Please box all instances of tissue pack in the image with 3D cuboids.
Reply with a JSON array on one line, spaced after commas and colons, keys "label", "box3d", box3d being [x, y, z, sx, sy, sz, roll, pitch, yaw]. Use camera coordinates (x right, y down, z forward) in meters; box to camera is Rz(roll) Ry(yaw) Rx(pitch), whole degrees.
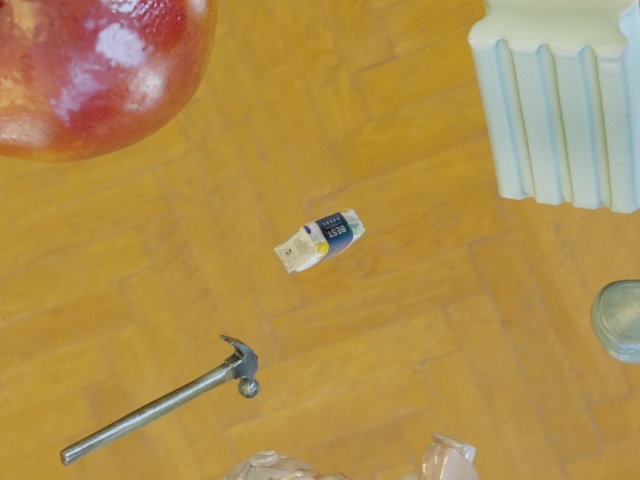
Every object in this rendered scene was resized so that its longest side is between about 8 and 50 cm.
[{"label": "tissue pack", "box3d": [0.000, 0.000, 1.712, 0.062, 0.083, 0.042, -41, 78, 43]}]

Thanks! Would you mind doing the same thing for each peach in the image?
[{"label": "peach", "box3d": [-0.282, -0.251, 1.621, 0.370, 0.370, 0.370, 4, 103, 19]}]

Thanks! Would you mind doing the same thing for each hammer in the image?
[{"label": "hammer", "box3d": [-0.122, 0.126, 1.201, 0.017, 0.182, 0.062, 30, 134, 42]}]

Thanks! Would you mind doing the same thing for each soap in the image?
[{"label": "soap", "box3d": [0.252, -0.145, 1.611, 0.159, 0.087, 0.265, 7, 147, 20]}]

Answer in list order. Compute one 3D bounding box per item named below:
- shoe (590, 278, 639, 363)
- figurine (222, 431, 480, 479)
[{"label": "shoe", "box3d": [0.396, 0.086, 1.689, 0.251, 0.100, 0.103, 1, 77, -18]}, {"label": "figurine", "box3d": [0.005, 0.217, 1.236, 0.236, 0.162, 0.141, -5, 63, 25]}]
